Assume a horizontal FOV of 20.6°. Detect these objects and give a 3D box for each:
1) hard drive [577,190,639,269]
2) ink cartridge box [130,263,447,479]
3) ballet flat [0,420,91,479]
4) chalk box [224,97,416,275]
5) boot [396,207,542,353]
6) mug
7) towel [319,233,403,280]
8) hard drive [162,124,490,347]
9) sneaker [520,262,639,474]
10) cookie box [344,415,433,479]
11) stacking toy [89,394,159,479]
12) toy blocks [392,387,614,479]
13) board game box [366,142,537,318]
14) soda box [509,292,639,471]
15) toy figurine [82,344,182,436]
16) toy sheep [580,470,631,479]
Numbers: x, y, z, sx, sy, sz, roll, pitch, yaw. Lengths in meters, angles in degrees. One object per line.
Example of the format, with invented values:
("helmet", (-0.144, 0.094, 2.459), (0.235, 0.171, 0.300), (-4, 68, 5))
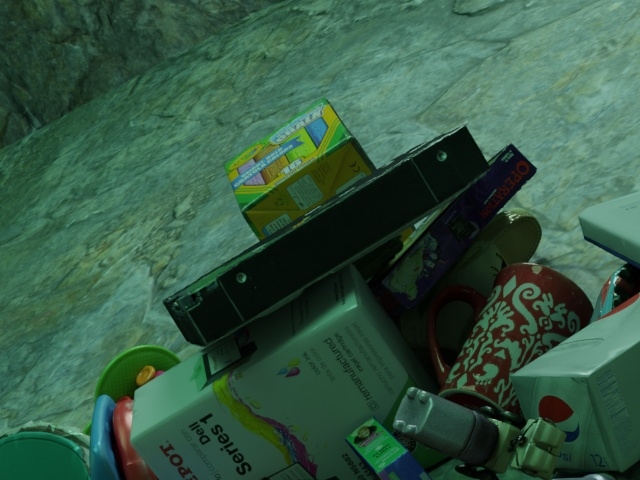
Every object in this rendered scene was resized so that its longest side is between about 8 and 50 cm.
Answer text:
("hard drive", (0.382, -0.028, 1.699), (0.210, 0.040, 0.318), (-17, 7, -1))
("ink cartridge box", (-0.029, 0.186, 1.816), (0.278, 0.201, 0.117), (-31, 20, 10))
("ballet flat", (-0.381, 0.312, 2.218), (0.409, 0.147, 0.147), (-18, 26, 38))
("chalk box", (-0.007, -0.061, 2.381), (0.179, 0.180, 0.289), (-34, 19, 2))
("boot", (0.201, 0.051, 1.944), (0.213, 0.077, 0.165), (-43, 23, -17))
("mug", (0.177, 0.121, 1.774), (0.150, 0.113, 0.169), (-1, 42, 39))
("towel", (-0.005, 0.078, 2.091), (0.248, 0.038, 0.325), (-42, 1, -2))
("hard drive", (0.000, 0.000, 1.831), (0.339, 0.064, 0.237), (-31, 2, -9))
("sneaker", (0.253, 0.117, 1.671), (0.125, 0.104, 0.262), (-21, 24, 39))
("cookie box", (0.078, 0.229, 1.713), (0.040, 0.092, 0.107), (-40, 20, -6))
("stacking toy", (-0.099, 0.221, 1.966), (0.302, 0.175, 0.165), (-21, 20, 5))
("toy blocks", (0.051, 0.243, 1.336), (0.289, 0.260, 0.309), (6, 71, 62))
("board game box", (0.127, 0.005, 1.993), (0.208, 0.056, 0.347), (-43, -1, -9))
("soda box", (0.302, 0.098, 1.540), (0.286, 0.091, 0.098), (-28, 13, -34))
("toy figurine", (-0.201, 0.229, 2.155), (0.173, 0.130, 0.159), (-51, 32, -8))
("toy sheep", (0.230, 0.236, 1.457), (0.132, 0.091, 0.091), (-37, 20, -6))
